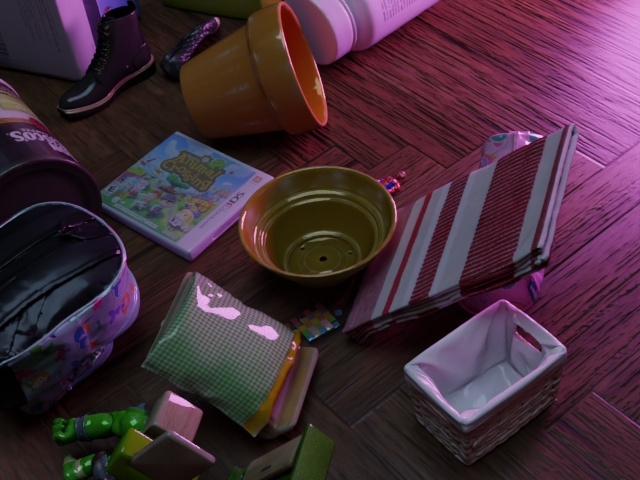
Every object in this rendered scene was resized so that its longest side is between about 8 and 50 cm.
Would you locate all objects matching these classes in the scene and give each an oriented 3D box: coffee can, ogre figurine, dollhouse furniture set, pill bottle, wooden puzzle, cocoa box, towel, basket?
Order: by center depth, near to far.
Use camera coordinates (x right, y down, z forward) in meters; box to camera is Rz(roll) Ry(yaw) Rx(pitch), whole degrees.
[{"bbox_3d":[-0.088,0.161,1.193,0.197,0.151,0.301,36,44,-17],"label":"dollhouse furniture set"},{"bbox_3d":[-0.233,0.272,1.204,0.118,0.097,0.197,-27,36,-3],"label":"ogre figurine"},{"bbox_3d":[0.196,0.171,1.238,0.167,0.103,0.113,-30,49,-22],"label":"basket"},{"bbox_3d":[0.178,-0.005,1.323,0.329,0.037,0.237,-27,29,43],"label":"towel"},{"bbox_3d":[-0.008,0.110,1.393,0.083,0.006,0.049,-29,49,-19],"label":"wooden puzzle"},{"bbox_3d":[-0.474,-0.098,1.525,0.201,0.201,0.275,-31,49,-21],"label":"coffee can"},{"bbox_3d":[0.082,-0.430,1.804,0.283,0.160,0.160,-37,52,-26],"label":"pill bottle"},{"bbox_3d":[-0.496,-0.496,1.819,0.231,0.347,0.228,12,48,20],"label":"cocoa box"}]

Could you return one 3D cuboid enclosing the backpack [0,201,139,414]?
[{"bbox_3d":[-0.364,0.080,1.341,0.225,0.191,0.253,33,65,30],"label":"backpack"}]

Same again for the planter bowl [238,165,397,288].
[{"bbox_3d":[0.000,0.000,1.441,0.217,0.090,0.217,-4,46,4],"label":"planter bowl"}]

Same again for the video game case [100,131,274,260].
[{"bbox_3d":[-0.210,-0.074,1.590,0.212,0.023,0.193,27,54,30],"label":"video game case"}]

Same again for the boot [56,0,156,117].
[{"bbox_3d":[-0.380,-0.310,1.767,0.077,0.137,0.198,28,56,30],"label":"boot"}]

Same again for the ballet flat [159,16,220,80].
[{"bbox_3d":[-0.228,-0.344,1.855,0.057,0.049,0.173,-29,21,50],"label":"ballet flat"}]

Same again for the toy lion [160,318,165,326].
[{"bbox_3d":[-0.159,0.114,1.397,0.100,0.034,0.096,27,47,30],"label":"toy lion"}]

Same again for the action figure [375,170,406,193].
[{"bbox_3d":[0.081,-0.074,1.549,0.115,0.030,0.038,-29,44,-22],"label":"action figure"}]

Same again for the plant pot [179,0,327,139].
[{"bbox_3d":[-0.112,-0.250,1.645,0.188,0.205,0.205,-17,44,13],"label":"plant pot"}]

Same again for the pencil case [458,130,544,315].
[{"bbox_3d":[0.255,-0.028,1.415,0.124,0.124,0.284,8,46,15],"label":"pencil case"}]

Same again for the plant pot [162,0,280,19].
[{"bbox_3d":[-0.170,-0.571,1.948,0.228,0.207,0.227,14,49,19],"label":"plant pot"}]
